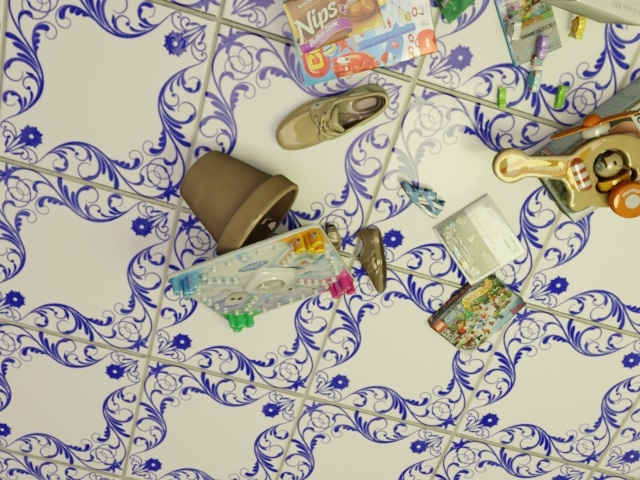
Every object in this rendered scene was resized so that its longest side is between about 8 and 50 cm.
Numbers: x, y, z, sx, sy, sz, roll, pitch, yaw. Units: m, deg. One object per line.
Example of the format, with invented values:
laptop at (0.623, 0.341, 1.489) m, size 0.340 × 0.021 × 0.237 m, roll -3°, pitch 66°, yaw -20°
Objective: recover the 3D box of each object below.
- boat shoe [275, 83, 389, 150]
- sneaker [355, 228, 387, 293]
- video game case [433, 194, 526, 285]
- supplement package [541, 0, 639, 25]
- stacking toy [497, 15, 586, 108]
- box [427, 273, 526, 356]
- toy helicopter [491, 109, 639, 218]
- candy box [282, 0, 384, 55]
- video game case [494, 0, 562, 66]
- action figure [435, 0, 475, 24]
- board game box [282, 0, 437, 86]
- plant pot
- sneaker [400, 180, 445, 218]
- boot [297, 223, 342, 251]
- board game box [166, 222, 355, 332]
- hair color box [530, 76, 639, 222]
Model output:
boat shoe at (0.026, -0.302, 1.356) m, size 0.302 × 0.098 × 0.109 m, roll -19°, pitch 110°, yaw 8°
sneaker at (0.142, 0.057, 1.525) m, size 0.071 × 0.066 × 0.188 m, roll -2°, pitch 107°, yaw 19°
video game case at (0.432, 0.000, 1.489) m, size 0.173 × 0.022 × 0.190 m, roll -34°, pitch 94°, yaw 13°
supplement package at (0.641, -0.634, 1.167) m, size 0.178 × 0.175 × 0.293 m, roll 13°, pitch 112°, yaw -12°
stacking toy at (0.524, -0.421, 1.311) m, size 0.167 × 0.052 × 0.221 m, roll 0°, pitch 122°, yaw 0°
box at (0.449, 0.208, 1.580) m, size 0.159 × 0.044 × 0.233 m, roll 38°, pitch 107°, yaw -13°
toy helicopter at (0.579, -0.185, 1.259) m, size 0.355 × 0.140 × 0.235 m, roll 3°, pitch 109°, yaw 4°
candy box at (0.026, -0.470, 1.132) m, size 0.187 × 0.053 × 0.109 m, roll -17°, pitch 117°, yaw 8°
video game case at (0.497, -0.519, 1.309) m, size 0.119 × 0.015 × 0.166 m, roll -22°, pitch 110°, yaw 10°
action figure at (0.363, -0.622, 1.249) m, size 0.232 × 0.063 × 0.137 m, roll -32°, pitch 105°, yaw 9°
board game box at (0.074, -0.525, 1.181) m, size 0.302 × 0.086 × 0.308 m, roll -14°, pitch 117°, yaw 7°
plant pot at (-0.220, -0.104, 1.382) m, size 0.229 × 0.263 × 0.263 m, roll 39°, pitch 108°, yaw 7°
sneaker at (0.272, -0.119, 1.451) m, size 0.144 × 0.053 × 0.059 m, roll 36°, pitch 109°, yaw -21°
boot at (0.000, 0.000, 1.509) m, size 0.118 × 0.042 × 0.087 m, roll -3°, pitch 119°, yaw 9°
board game box at (-0.129, 0.117, 1.417) m, size 0.390 × 0.050 × 0.390 m, roll -20°, pitch 152°, yaw 8°
hair color box at (0.732, -0.236, 1.364) m, size 0.374 × 0.113 × 0.185 m, roll -37°, pitch 106°, yaw 15°
